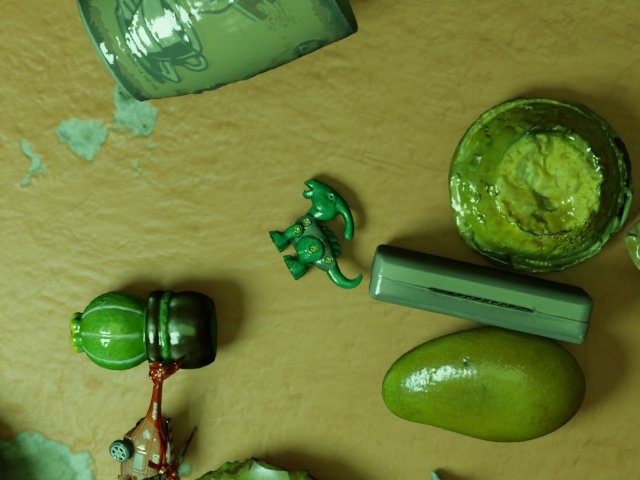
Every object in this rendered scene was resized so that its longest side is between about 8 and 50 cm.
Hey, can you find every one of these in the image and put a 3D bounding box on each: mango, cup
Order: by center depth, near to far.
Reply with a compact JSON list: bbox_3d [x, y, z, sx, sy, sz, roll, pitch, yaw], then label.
[{"bbox_3d":[-0.135,-0.301,1.676,0.257,0.227,0.301,-25,63,7],"label":"cup"},{"bbox_3d":[0.180,0.160,1.730,0.228,0.099,0.136,-1,116,10],"label":"mango"}]

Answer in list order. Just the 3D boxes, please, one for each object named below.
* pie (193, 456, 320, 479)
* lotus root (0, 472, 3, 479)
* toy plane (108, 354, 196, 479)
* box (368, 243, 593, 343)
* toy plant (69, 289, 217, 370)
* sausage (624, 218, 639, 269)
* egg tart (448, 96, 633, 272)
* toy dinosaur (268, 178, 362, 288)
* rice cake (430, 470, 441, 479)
[{"bbox_3d":[-0.041,0.414,1.745,0.288,0.103,0.354,-30,87,3],"label":"pie"},{"bbox_3d":[-0.418,0.355,1.724,0.175,0.175,0.349,-14,91,2],"label":"lotus root"},{"bbox_3d":[-0.192,0.216,1.723,0.077,0.194,0.126,20,50,19],"label":"toy plane"},{"bbox_3d":[0.175,0.058,1.721,0.244,0.103,0.055,12,97,1],"label":"box"},{"bbox_3d":[-0.199,0.102,1.740,0.162,0.093,0.092,0,93,2],"label":"toy plant"},{"bbox_3d":[0.557,-0.109,1.693,0.501,0.123,0.136,-39,89,4],"label":"sausage"},{"bbox_3d":[0.245,-0.061,1.725,0.213,0.090,0.212,0,95,-2],"label":"egg tart"},{"bbox_3d":[0.000,0.000,1.750,0.096,0.059,0.132,-33,83,-3],"label":"toy dinosaur"},{"bbox_3d":[0.167,0.364,1.753,0.063,0.069,0.206,-37,92,3],"label":"rice cake"}]
